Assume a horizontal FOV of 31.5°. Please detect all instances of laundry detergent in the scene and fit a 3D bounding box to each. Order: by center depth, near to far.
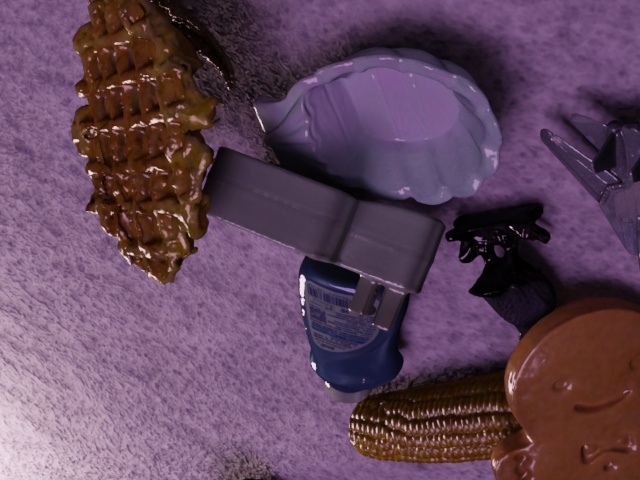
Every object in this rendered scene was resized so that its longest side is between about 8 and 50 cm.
[{"bbox_3d":[0.046,0.121,1.539,0.143,0.094,0.290,12,140,12],"label":"laundry detergent"}]

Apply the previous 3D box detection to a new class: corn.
[{"bbox_3d":[0.189,0.246,1.556,0.363,0.120,0.120,-14,123,43],"label":"corn"}]

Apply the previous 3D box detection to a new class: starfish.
[{"bbox_3d":[-0.185,-0.255,1.318,0.213,0.057,0.238,22,132,19],"label":"starfish"}]

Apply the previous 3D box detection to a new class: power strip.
[{"bbox_3d":[0.000,0.000,1.327,0.261,0.141,0.229,21,-179,10],"label":"power strip"}]

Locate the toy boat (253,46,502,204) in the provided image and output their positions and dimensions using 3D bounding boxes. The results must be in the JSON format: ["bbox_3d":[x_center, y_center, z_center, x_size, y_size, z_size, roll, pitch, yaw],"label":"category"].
[{"bbox_3d":[0.071,-0.137,1.250,0.290,0.100,0.199,0,131,29],"label":"toy boat"}]

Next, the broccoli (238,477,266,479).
[{"bbox_3d":[-0.123,0.539,1.917,0.270,0.270,0.270,24,146,47],"label":"broccoli"}]

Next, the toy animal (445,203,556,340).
[{"bbox_3d":[0.237,0.064,1.345,0.121,0.117,0.210,-13,122,31],"label":"toy animal"}]

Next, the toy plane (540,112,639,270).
[{"bbox_3d":[0.354,-0.026,1.209,0.212,0.088,0.267,18,153,39],"label":"toy plane"}]

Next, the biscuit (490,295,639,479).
[{"bbox_3d":[0.343,0.227,1.398,0.275,0.052,0.355,-12,120,-5],"label":"biscuit"}]

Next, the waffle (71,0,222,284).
[{"bbox_3d":[-0.203,-0.121,1.271,0.325,0.068,0.302,57,142,34],"label":"waffle"}]
